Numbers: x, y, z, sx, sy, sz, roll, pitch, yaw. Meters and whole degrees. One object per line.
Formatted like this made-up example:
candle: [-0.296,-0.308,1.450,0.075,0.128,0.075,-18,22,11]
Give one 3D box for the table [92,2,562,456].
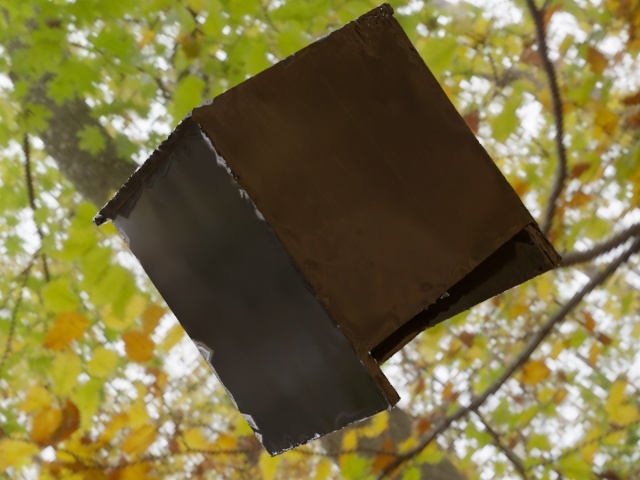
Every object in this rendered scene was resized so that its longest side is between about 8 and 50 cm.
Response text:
table: [0.000,0.000,0.729,0.169,0.193,0.172,-36,0,-35]
